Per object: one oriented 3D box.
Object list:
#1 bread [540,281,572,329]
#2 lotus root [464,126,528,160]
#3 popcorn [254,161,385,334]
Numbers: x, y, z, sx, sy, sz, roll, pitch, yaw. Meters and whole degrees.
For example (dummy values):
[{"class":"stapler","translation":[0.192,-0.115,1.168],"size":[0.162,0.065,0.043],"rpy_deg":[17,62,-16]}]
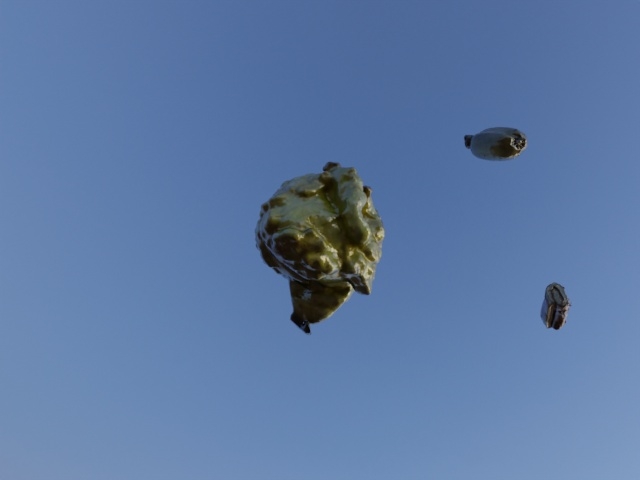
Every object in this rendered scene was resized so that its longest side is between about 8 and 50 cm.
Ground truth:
[{"class":"bread","translation":[0.376,0.108,0.677],"size":[0.036,0.047,0.083],"rpy_deg":[-15,-44,7]},{"class":"lotus root","translation":[0.436,-0.241,1.060],"size":[0.090,0.183,0.077],"rpy_deg":[-26,-68,-16]},{"class":"popcorn","translation":[0.006,-0.006,0.813],"size":[0.293,0.237,0.293],"rpy_deg":[43,-26,27]}]
